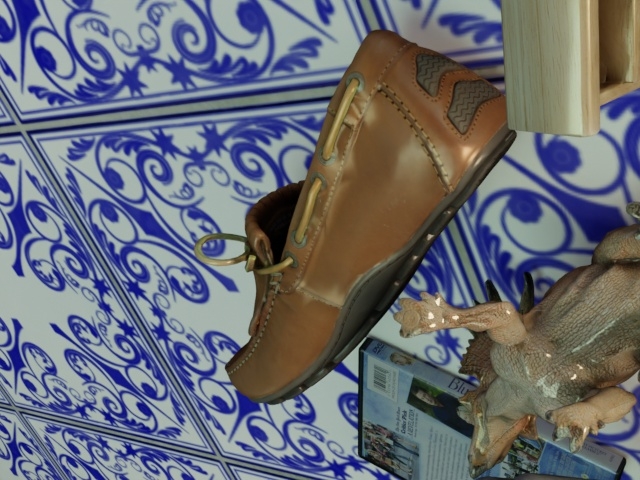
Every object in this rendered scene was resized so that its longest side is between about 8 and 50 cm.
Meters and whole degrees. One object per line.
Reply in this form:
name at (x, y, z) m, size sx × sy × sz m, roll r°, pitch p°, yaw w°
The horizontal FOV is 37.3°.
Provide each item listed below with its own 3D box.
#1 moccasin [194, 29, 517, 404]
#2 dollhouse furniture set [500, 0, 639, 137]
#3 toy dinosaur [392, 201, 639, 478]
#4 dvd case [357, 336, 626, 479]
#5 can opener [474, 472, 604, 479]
moccasin at (-0.002, 0.002, 0.730) m, size 0.147 × 0.139 × 0.380 m, roll 38°, pitch 143°, yaw 7°
dollhouse furniture set at (0.215, -0.104, 0.371) m, size 0.242 × 0.161 × 0.212 m, roll 13°, pitch 119°, yaw 44°
toy dinosaur at (0.183, 0.051, 0.617) m, size 0.295 × 0.200 × 0.127 m, roll -31°, pitch 77°, yaw 22°
dvd case at (0.146, 0.203, 0.891) m, size 0.253 × 0.022 × 0.180 m, roll 23°, pitch 140°, yaw 24°
can opener at (0.223, 0.217, 0.688) m, size 0.280 × 0.093 × 0.074 m, roll 20°, pitch 152°, yaw -34°
